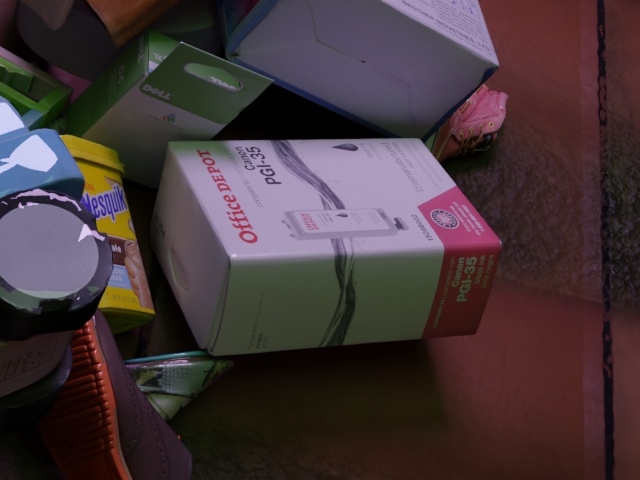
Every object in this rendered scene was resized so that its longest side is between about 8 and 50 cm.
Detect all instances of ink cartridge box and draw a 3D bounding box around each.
[{"bbox_3d":[0.000,0.000,1.476,0.283,0.117,0.207,-3,36,-24],"label":"ink cartridge box"},{"bbox_3d":[-0.150,-0.139,1.474,0.109,0.209,0.062,21,49,-32],"label":"ink cartridge box"},{"bbox_3d":[0.016,-0.322,1.637,0.270,0.151,0.395,23,40,-34],"label":"ink cartridge box"}]

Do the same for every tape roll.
[{"bbox_3d":[-0.203,-0.245,1.575,0.219,0.072,0.219,11,35,-8],"label":"tape roll"}]

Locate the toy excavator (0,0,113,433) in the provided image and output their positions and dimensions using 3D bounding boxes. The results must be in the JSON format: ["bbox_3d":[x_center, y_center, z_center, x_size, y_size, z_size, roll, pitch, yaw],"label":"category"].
[{"bbox_3d":[-0.317,-0.077,1.226,0.433,0.222,0.445,-23,71,-31],"label":"toy excavator"}]

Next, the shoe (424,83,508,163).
[{"bbox_3d":[0.155,-0.119,1.690,0.081,0.063,0.178,24,49,0],"label":"shoe"}]

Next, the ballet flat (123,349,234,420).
[{"bbox_3d":[-0.188,0.139,1.390,0.221,0.077,0.079,1,77,-16],"label":"ballet flat"}]

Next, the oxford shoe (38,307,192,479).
[{"bbox_3d":[-0.175,0.175,1.332,0.098,0.097,0.271,-14,90,-48],"label":"oxford shoe"}]

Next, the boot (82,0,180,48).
[{"bbox_3d":[-0.133,-0.337,1.476,0.280,0.096,0.264,-33,58,4],"label":"boot"}]

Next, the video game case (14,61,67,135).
[{"bbox_3d":[-0.324,-0.082,1.498,0.190,0.022,0.173,-23,71,-32],"label":"video game case"}]

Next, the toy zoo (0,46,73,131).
[{"bbox_3d":[-0.378,-0.123,1.410,0.192,0.030,0.293,30,33,3],"label":"toy zoo"}]

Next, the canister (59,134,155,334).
[{"bbox_3d":[-0.220,-0.001,1.418,0.126,0.073,0.170,17,55,-66],"label":"canister"}]
